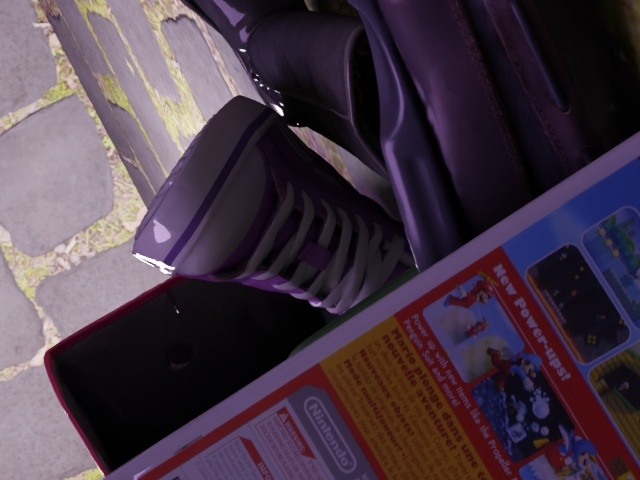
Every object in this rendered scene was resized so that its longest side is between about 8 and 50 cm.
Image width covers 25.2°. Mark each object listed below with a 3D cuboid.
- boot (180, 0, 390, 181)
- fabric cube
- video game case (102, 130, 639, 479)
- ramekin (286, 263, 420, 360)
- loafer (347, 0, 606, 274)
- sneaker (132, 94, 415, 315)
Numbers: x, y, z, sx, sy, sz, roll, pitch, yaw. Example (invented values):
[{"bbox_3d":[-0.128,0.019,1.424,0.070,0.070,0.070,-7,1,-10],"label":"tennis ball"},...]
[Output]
[{"bbox_3d":[-0.014,-0.117,0.795,0.189,0.076,0.208,50,-179,-21],"label":"boot"},{"bbox_3d":[-0.053,0.188,1.272,0.254,0.259,0.258,47,163,49],"label":"fabric cube"},{"bbox_3d":[0.070,0.111,0.522,0.204,0.285,0.025,59,-156,8],"label":"video game case"},{"bbox_3d":[0.108,0.137,0.685,0.303,0.148,0.303,57,169,18],"label":"ramekin"},{"bbox_3d":[0.055,-0.108,0.525,0.109,0.095,0.302,-78,-26,-59],"label":"loafer"},{"bbox_3d":[0.001,-0.001,0.828,0.161,0.102,0.282,34,-170,8],"label":"sneaker"}]
